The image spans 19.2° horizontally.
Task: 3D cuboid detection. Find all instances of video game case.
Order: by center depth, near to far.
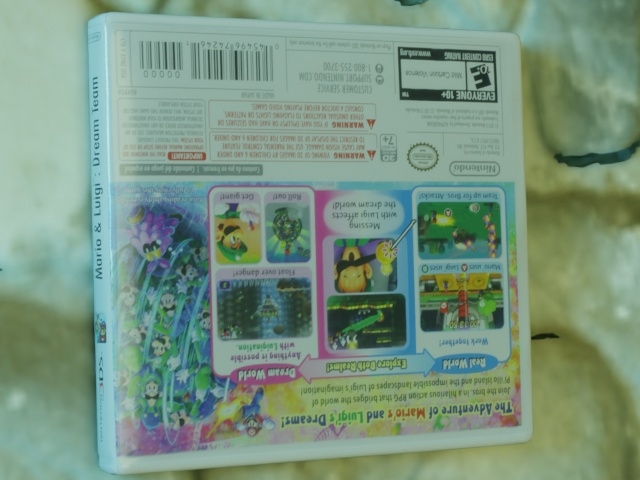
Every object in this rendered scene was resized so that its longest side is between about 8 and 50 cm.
[{"bbox_3d":[0.000,0.000,0.621,0.157,0.019,0.143,-1,89,-29],"label":"video game case"}]
